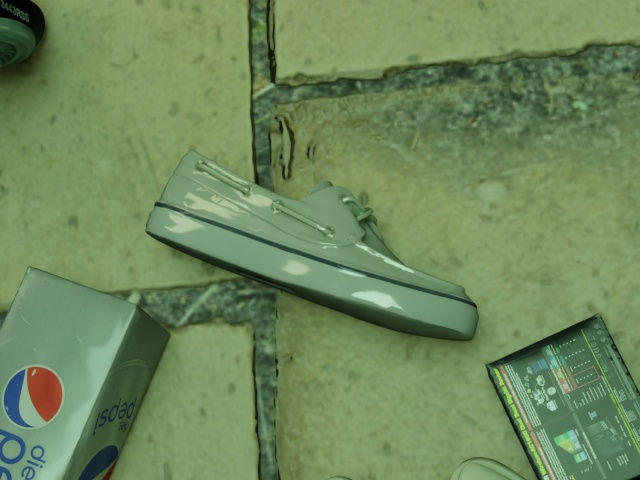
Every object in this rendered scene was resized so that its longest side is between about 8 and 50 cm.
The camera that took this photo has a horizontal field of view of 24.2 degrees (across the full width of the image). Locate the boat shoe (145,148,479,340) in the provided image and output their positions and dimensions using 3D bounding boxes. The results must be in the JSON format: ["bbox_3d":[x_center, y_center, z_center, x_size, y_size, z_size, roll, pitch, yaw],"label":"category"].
[{"bbox_3d":[0.000,0.000,1.120,0.268,0.096,0.088,18,82,23],"label":"boat shoe"}]

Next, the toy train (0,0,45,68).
[{"bbox_3d":[-0.354,-0.197,1.127,0.190,0.334,0.142,-17,73,20],"label":"toy train"}]

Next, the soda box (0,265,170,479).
[{"bbox_3d":[-0.217,0.172,1.103,0.098,0.091,0.286,18,77,16],"label":"soda box"}]

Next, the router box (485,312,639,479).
[{"bbox_3d":[0.185,0.127,1.072,0.092,0.038,0.122,-24,70,2],"label":"router box"}]

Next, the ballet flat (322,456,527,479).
[{"bbox_3d":[0.049,0.241,1.001,0.483,0.164,0.182,-14,69,10],"label":"ballet flat"}]
